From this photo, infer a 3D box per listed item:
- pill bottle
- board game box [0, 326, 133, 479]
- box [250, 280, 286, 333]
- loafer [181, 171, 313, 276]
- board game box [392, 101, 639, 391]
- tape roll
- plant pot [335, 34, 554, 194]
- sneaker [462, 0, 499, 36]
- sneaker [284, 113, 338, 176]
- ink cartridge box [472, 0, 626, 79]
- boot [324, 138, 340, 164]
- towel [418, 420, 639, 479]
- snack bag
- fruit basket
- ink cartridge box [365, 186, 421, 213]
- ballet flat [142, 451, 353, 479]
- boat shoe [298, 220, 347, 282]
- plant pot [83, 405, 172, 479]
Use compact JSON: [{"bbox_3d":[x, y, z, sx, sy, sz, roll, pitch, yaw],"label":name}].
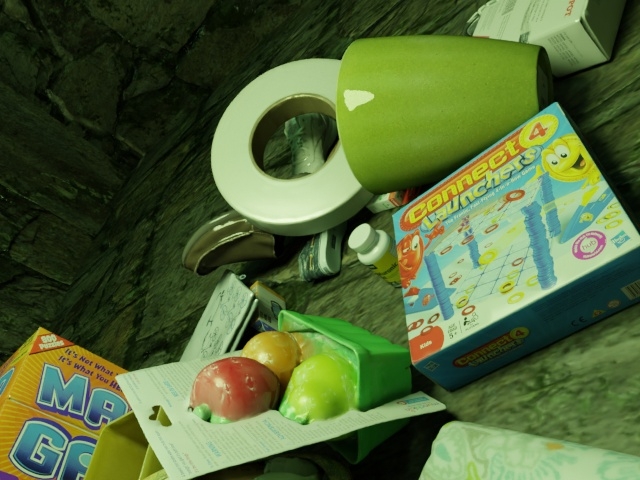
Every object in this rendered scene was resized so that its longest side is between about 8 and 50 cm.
[{"bbox_3d":[0.103,0.023,0.941,0.065,0.116,0.065,-37,31,27],"label":"pill bottle"},{"bbox_3d":[-0.559,0.476,1.155,0.356,0.356,0.356,-39,31,23],"label":"board game box"},{"bbox_3d":[-0.104,0.150,1.142,0.028,0.081,0.136,-41,30,21],"label":"box"},{"bbox_3d":[-0.143,-0.012,1.254,0.365,0.134,0.130,-31,74,9],"label":"loafer"},{"bbox_3d":[0.252,0.003,0.774,0.308,0.086,0.302,-36,32,28],"label":"board game box"},{"bbox_3d":[-0.041,-0.201,1.179,0.391,0.072,0.392,-7,67,17],"label":"tape roll"},{"bbox_3d":[0.220,-0.221,0.935,0.293,0.275,0.275,-1,54,32],"label":"plant pot"},{"bbox_3d":[0.386,-0.484,1.150,0.228,0.086,0.132,-30,29,18],"label":"sneaker"},{"bbox_3d":[-0.046,-0.227,1.412,0.114,0.152,0.305,-28,38,35],"label":"sneaker"},{"bbox_3d":[0.383,-0.363,0.981,0.237,0.100,0.172,-8,51,54],"label":"ink cartridge box"},{"bbox_3d":[0.093,-0.244,1.283,0.305,0.112,0.115,-54,17,2],"label":"boot"},{"bbox_3d":[0.167,0.348,0.444,0.320,0.090,0.375,-12,54,58],"label":"towel"},{"bbox_3d":[-0.242,0.218,1.216,0.323,0.037,0.342,-64,20,0],"label":"snack bag"},{"bbox_3d":[-0.067,0.213,0.768,0.327,0.352,0.166,13,112,59],"label":"fruit basket"},{"bbox_3d":[0.145,-0.096,1.107,0.115,0.029,0.063,-16,44,48],"label":"ink cartridge box"},{"bbox_3d":[-0.129,0.346,0.749,0.348,0.123,0.123,-10,37,2],"label":"ballet flat"},{"bbox_3d":[0.000,0.000,1.172,0.083,0.065,0.183,-24,41,36],"label":"boat shoe"},{"bbox_3d":[-0.277,0.425,0.974,0.212,0.187,0.212,-33,34,33],"label":"plant pot"}]
